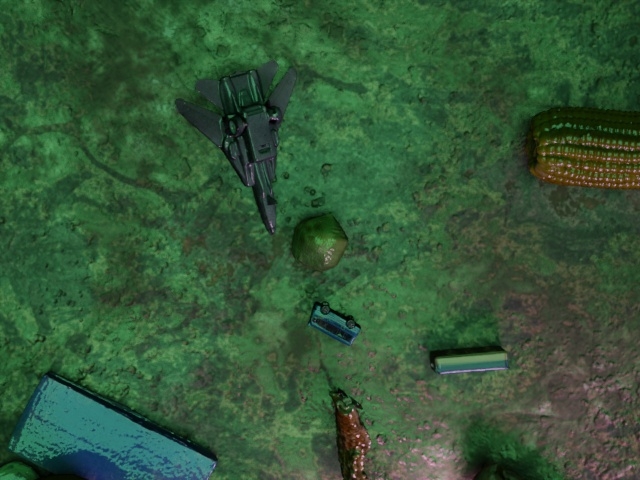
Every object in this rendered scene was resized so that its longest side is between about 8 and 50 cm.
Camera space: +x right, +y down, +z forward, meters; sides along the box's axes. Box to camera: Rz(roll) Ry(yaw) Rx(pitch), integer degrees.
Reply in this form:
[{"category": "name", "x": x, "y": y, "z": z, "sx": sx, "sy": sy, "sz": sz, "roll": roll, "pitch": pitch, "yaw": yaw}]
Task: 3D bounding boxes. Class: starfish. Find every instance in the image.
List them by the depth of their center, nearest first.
[{"category": "starfish", "x": 0.103, "y": 0.372, "z": 1.795, "sx": 0.132, "sy": 0.384, "sz": 0.398, "roll": -39, "pitch": 97, "yaw": -1}]

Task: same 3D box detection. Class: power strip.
[{"category": "power strip", "x": 0.237, "y": 0.192, "z": 1.948, "sx": 0.123, "sy": 0.056, "sz": 0.032, "roll": -5, "pitch": 94, "yaw": -2}]

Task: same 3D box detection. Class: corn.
[{"category": "corn", "x": 0.496, "y": -0.143, "z": 1.895, "sx": 0.344, "sy": 0.131, "sz": 0.131, "roll": 1, "pitch": 95, "yaw": -2}]

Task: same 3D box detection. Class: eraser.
[{"category": "eraser", "x": -0.333, "y": 0.340, "z": 1.942, "sx": 0.312, "sy": 0.042, "sz": 0.144, "roll": 27, "pitch": 94, "yaw": -5}]

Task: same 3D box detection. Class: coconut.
[{"category": "coconut", "x": 0.000, "y": 0.000, "z": 1.908, "sx": 0.088, "sy": 0.088, "sz": 0.096, "roll": 17, "pitch": 99, "yaw": -4}]

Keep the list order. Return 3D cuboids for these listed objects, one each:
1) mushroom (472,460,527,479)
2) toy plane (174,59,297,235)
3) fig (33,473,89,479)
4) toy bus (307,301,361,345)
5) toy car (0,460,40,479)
[{"category": "mushroom", "x": 0.372, "y": 0.526, "z": 1.954, "sx": 0.177, "sy": 0.126, "sz": 0.397, "roll": -21, "pitch": 99, "yaw": 8}, {"category": "toy plane", "x": -0.100, "y": -0.135, "z": 1.887, "sx": 0.212, "sy": 0.088, "sz": 0.267, "roll": -18, "pitch": 98, "yaw": -24}, {"category": "fig", "x": -0.408, "y": 0.475, "z": 1.869, "sx": 0.207, "sy": 0.230, "sz": 0.207, "roll": 8, "pitch": 56, "yaw": -13}, {"category": "toy bus", "x": 0.021, "y": 0.133, "z": 1.942, "sx": 0.083, "sy": 0.038, "sz": 0.046, "roll": 29, "pitch": 96, "yaw": -4}, {"category": "toy car", "x": -0.525, "y": 0.435, "z": 1.934, "sx": 0.093, "sy": 0.058, "sz": 0.186, "roll": 39, "pitch": 93, "yaw": -4}]
